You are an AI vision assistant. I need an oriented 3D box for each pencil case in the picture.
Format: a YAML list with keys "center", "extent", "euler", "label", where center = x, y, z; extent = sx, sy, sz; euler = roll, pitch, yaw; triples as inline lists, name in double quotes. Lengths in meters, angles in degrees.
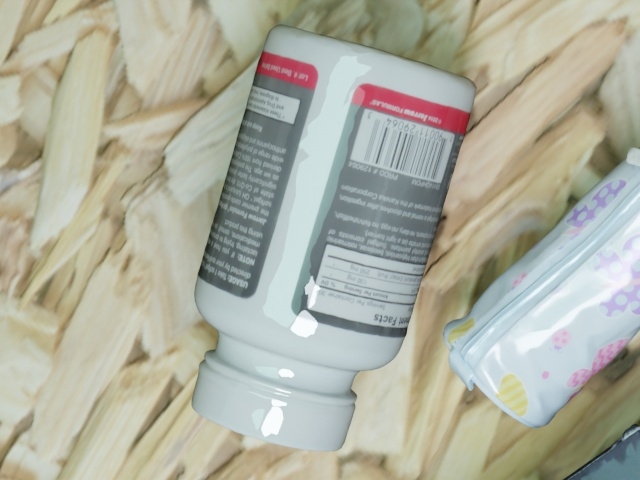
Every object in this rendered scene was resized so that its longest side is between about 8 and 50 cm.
- center: [0.219, 0.021, 1.454]
  extent: [0.273, 0.124, 0.113]
  euler: [-46, 71, 16]
  label: "pencil case"

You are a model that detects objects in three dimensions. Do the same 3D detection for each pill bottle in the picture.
- center: [0.000, 0.000, 1.524]
  extent: [0.176, 0.176, 0.318]
  euler: [19, 95, 24]
  label: "pill bottle"

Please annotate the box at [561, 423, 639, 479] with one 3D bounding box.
- center: [0.229, 0.357, 1.406]
  extent: [0.312, 0.179, 0.343]
  euler: [-37, 74, 17]
  label: "box"
